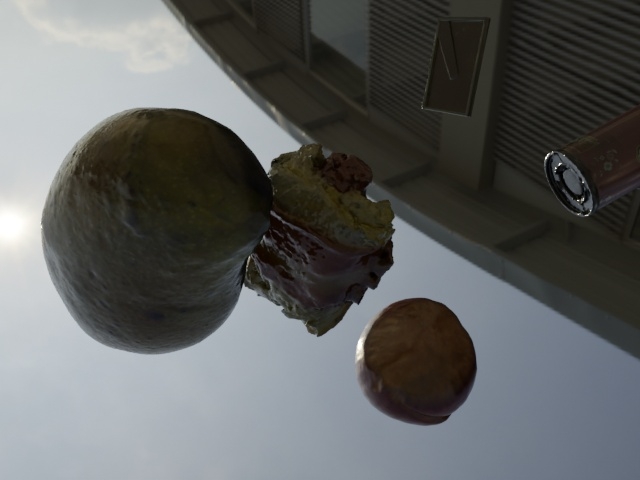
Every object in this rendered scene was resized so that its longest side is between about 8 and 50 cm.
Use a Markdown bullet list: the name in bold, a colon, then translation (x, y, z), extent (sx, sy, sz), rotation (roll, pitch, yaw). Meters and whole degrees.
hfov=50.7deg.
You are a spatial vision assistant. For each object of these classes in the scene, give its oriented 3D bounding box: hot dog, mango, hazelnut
- **hot dog**: translation (0.000, 0.000, 0.661), extent (0.146, 0.213, 0.103), rotation (40, -129, 10)
- **mango**: translation (-0.144, -0.005, 0.560), extent (0.177, 0.329, 0.175), rotation (16, -111, -9)
- **hazelnut**: translation (0.125, 0.175, 0.947), extent (0.182, 0.182, 0.182), rotation (-2, -140, 2)

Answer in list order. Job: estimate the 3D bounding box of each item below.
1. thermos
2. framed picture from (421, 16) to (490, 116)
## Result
- **thermos**: translation (0.513, -0.147, 1.003), extent (0.330, 0.109, 0.136), rotation (-28, -98, -6)
- **framed picture**: translation (0.209, -0.274, 1.058), extent (0.011, 0.149, 0.109), rotation (0, -164, -34)
